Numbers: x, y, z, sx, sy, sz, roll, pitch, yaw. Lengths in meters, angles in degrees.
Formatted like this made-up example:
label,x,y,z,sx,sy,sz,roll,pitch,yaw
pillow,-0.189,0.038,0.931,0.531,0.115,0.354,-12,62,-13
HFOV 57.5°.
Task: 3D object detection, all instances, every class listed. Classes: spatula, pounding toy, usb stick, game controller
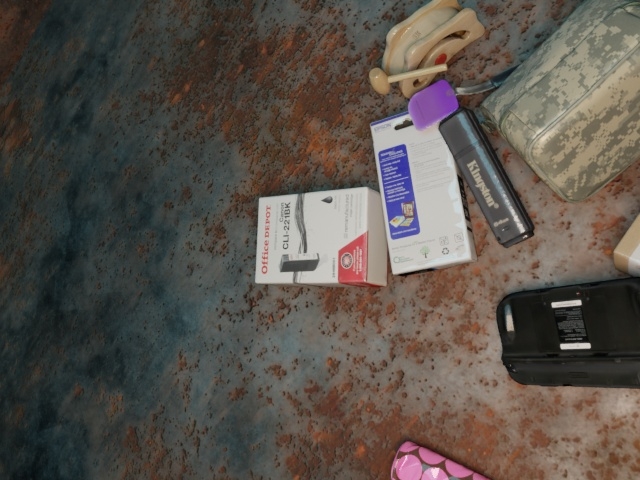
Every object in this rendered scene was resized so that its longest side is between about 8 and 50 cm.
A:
label,x,y,z,sx,sy,sz,roll,pitch,yaw
spatula,0.316,-0.304,1.142,0.297,0.030,0.084,-21,66,5
pounding toy,0.225,-0.360,1.187,0.270,0.154,0.154,-36,64,-1
usb stick,0.313,-0.120,1.105,0.077,0.045,0.278,-31,82,36
game controller,0.420,0.155,0.948,0.319,0.067,0.166,-18,71,56

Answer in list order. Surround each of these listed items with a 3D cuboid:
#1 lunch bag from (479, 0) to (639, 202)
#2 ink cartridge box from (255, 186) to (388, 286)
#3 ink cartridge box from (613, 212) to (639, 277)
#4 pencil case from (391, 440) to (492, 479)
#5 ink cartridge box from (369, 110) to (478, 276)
label,x,y,z,sx,sy,sz,roll,pitch,yaw
lunch bag,0.443,-0.257,0.997,0.305,0.213,0.256,-45,38,17
ink cartridge box,0.000,0.000,1.261,0.273,0.114,0.196,-3,80,30
ink cartridge box,0.613,0.008,0.894,0.235,0.088,0.193,33,87,35
pencil case,0.233,0.454,1.064,0.209,0.095,0.098,15,54,33
ink cartridge box,0.207,-0.103,1.190,0.166,0.065,0.332,-13,76,27
